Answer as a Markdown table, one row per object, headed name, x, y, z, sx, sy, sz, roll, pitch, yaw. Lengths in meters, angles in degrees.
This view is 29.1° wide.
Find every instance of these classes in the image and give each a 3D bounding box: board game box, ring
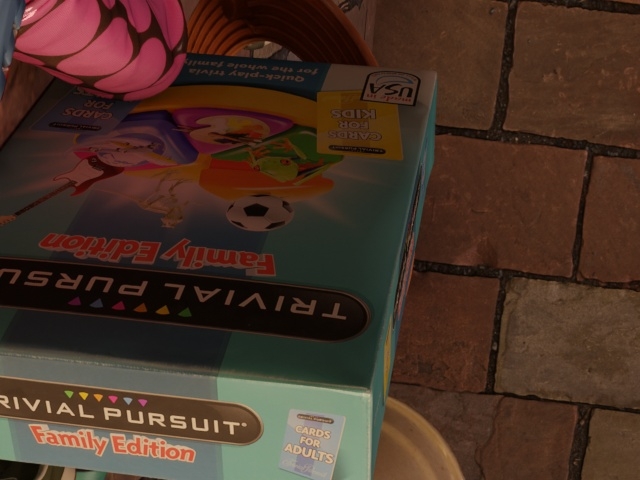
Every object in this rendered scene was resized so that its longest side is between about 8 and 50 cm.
| name | x | y | z | sx | sy | sz | roll | pitch | yaw |
| --- | --- | --- | --- | --- | --- | --- | --- | --- | --- |
| board game box | -0.072 | -0.005 | 0.731 | 0.336 | 0.254 | 0.079 | -74 | 166 | -55 |
| ring | -0.042 | -0.053 | 1.009 | 0.032 | 0.336 | 0.336 | -15 | 116 | -33 |

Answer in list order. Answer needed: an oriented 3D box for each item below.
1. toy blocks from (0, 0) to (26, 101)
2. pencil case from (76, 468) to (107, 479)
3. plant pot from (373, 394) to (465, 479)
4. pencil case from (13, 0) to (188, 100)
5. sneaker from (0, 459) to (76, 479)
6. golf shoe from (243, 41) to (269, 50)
| name | x | y | z | sx | sy | sz | roll | pitch | yaw |
| --- | --- | --- | --- | --- | --- | --- | --- | --- | --- |
| toy blocks | -0.175 | 0.002 | 0.359 | 0.261 | 0.191 | 0.381 | 112 | -13 | -73 |
| pencil case | -0.180 | 0.215 | 0.842 | 0.070 | 0.064 | 0.151 | -29 | 126 | -84 |
| plant pot | -0.010 | 0.367 | 1.501 | 0.305 | 0.334 | 0.333 | -13 | 110 | -71 |
| pencil case | -0.144 | -0.142 | 0.695 | 0.209 | 0.095 | 0.098 | 15 | 84 | -81 |
| sneaker | -0.196 | 0.173 | 0.714 | 0.192 | 0.064 | 0.086 | -79 | 167 | -46 |
| golf shoe | -0.025 | -0.310 | 1.388 | 0.105 | 0.120 | 0.273 | 92 | 10 | -45 |
